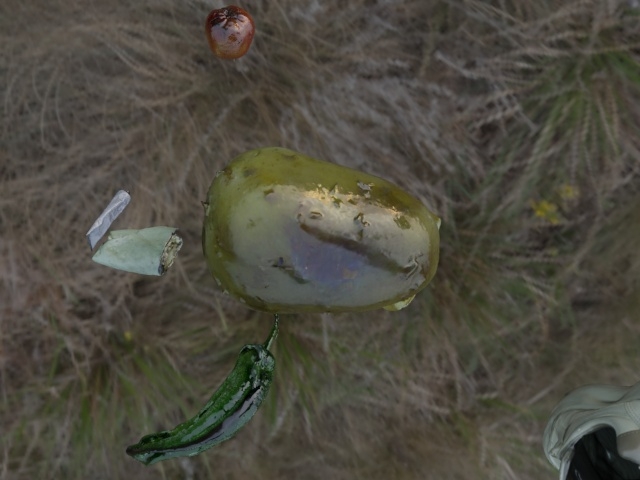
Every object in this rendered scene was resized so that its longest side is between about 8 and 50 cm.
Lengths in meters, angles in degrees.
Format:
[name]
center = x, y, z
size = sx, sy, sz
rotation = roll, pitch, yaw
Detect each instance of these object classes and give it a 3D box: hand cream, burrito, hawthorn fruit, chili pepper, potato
[hand cream]
center = -0.270, -0.029, 1.475
size = 0.093, 0.019, 0.030
rotation = -56, 158, -31
[burrito]
center = -0.257, 0.012, 1.625
size = 0.118, 0.074, 0.044
rotation = 3, 143, 18
[hawthorn fruit]
center = -0.128, -0.291, 1.635
size = 0.077, 0.077, 0.077
rotation = -9, 122, -14
[chili pepper]
center = -0.130, 0.212, 1.535
size = 0.279, 0.122, 0.065
rotation = -42, 138, -9
[potato]
center = 0.000, 0.000, 1.419
size = 0.308, 0.173, 0.210
rotation = 9, 111, -13

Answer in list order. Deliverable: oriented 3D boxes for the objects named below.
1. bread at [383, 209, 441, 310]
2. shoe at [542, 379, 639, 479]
[bread]
center = 0.114, 0.026, 1.644
size = 0.117, 0.064, 0.156
rotation = -25, 138, -59
[shoe]
center = 0.289, 0.223, 1.181
size = 0.159, 0.124, 0.316
rotation = -38, 173, -27
